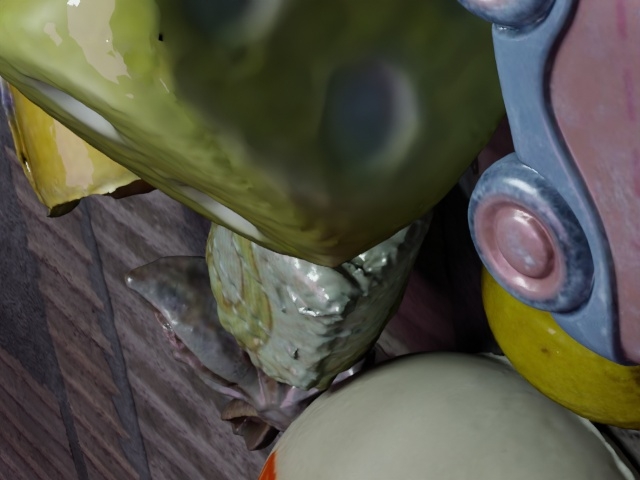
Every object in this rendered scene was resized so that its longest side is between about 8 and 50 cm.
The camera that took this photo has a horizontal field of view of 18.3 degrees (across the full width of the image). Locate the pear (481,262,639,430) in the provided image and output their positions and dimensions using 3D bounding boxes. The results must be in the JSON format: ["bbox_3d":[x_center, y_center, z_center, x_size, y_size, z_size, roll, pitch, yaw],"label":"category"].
[{"bbox_3d":[0.159,0.024,1.015,0.162,0.148,0.149,41,147,43],"label":"pear"}]

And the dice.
[{"bbox_3d":[-0.029,-0.141,1.038,0.233,0.238,0.227,35,172,-28],"label":"dice"}]

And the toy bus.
[{"bbox_3d":[0.196,-0.076,0.803,0.231,0.197,0.294,20,130,44],"label":"toy bus"}]

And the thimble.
[{"bbox_3d":[0.000,0.000,1.304,0.143,0.137,0.190,111,159,-52],"label":"thimble"}]

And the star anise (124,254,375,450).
[{"bbox_3d":[-0.032,0.083,1.516,0.198,0.111,0.258,9,141,34],"label":"star anise"}]

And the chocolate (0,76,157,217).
[{"bbox_3d":[-0.212,-0.242,1.527,0.162,0.162,0.445,-12,99,66],"label":"chocolate"}]

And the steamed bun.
[{"bbox_3d":[0.076,0.265,1.316,0.374,0.241,0.374,50,154,37],"label":"steamed bun"}]
